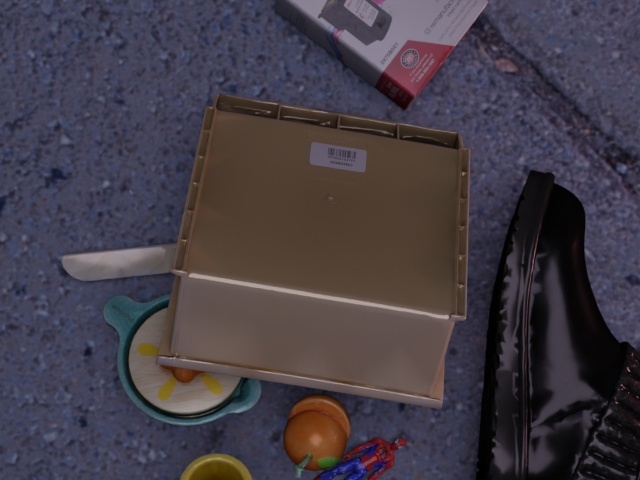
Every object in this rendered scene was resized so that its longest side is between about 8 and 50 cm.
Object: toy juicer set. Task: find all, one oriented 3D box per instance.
[{"bbox_3d":[-0.093,0.097,1.440,0.209,0.089,0.329,-25,69,-12],"label":"toy juicer set"}]

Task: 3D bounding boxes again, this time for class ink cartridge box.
[{"bbox_3d":[0.058,-0.236,1.521,0.175,0.072,0.127,37,84,0],"label":"ink cartridge box"}]

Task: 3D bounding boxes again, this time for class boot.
[{"bbox_3d":[0.292,0.114,1.462,0.260,0.131,0.348,6,81,1],"label":"boot"}]

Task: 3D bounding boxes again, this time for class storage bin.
[{"bbox_3d":[0.000,0.000,1.419,0.262,0.123,0.260,9,45,-2],"label":"storage bin"}]

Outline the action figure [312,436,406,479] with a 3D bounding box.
[{"bbox_3d":[0.035,0.227,1.499,0.115,0.030,0.038,-31,82,-8],"label":"action figure"}]
